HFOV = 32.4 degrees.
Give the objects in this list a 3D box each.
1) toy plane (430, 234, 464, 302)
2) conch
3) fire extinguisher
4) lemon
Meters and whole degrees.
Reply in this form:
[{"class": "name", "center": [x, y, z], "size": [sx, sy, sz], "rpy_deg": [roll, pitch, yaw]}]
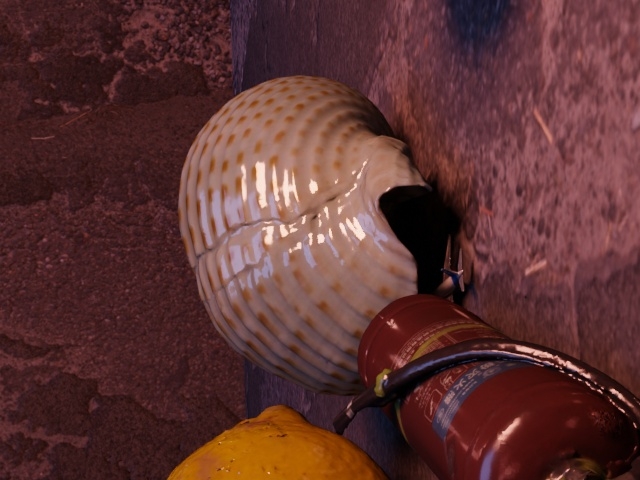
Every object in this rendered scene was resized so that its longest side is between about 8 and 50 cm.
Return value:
[{"class": "toy plane", "center": [0.101, 0.036, 0.867], "size": [0.084, 0.024, 0.077], "rpy_deg": [98, 171, -69]}, {"class": "conch", "center": [-0.016, 0.003, 0.987], "size": [0.319, 0.215, 0.303], "rpy_deg": [-116, 15, -86]}, {"class": "fire extinguisher", "center": [0.091, 0.111, 0.644], "size": [0.105, 0.141, 0.341], "rpy_deg": [60, 176, -12]}, {"class": "lemon", "center": [-0.037, 0.301, 0.991], "size": [0.258, 0.258, 0.310], "rpy_deg": [117, 150, -69]}]
